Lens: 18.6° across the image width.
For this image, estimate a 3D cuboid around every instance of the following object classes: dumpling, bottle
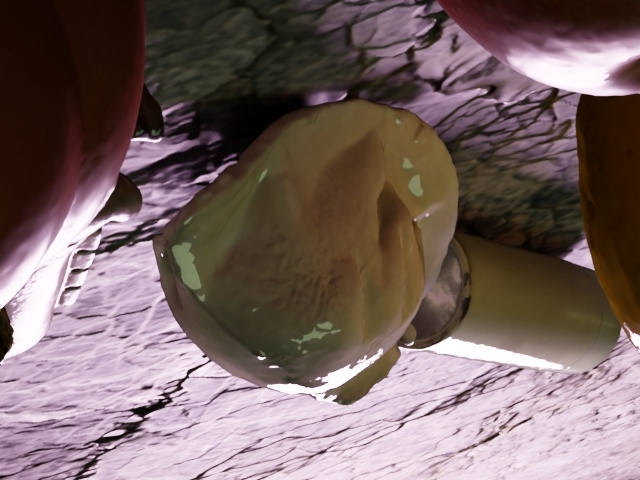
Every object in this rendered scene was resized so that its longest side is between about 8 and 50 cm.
[{"bbox_3d":[0.002,0.001,0.923,0.155,0.111,0.181,-49,170,-10],"label":"dumpling"},{"bbox_3d":[0.104,0.037,1.138,0.072,0.072,0.201,-31,157,26],"label":"bottle"}]

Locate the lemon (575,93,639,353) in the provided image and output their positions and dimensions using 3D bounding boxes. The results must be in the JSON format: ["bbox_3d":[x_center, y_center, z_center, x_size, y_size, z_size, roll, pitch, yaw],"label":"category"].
[{"bbox_3d":[0.245,-0.030,0.822,0.293,0.293,0.293,-18,159,-7],"label":"lemon"}]

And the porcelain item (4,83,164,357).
[{"bbox_3d":[-0.121,-0.013,0.823,0.084,0.054,0.213,-11,159,-30],"label":"porcelain item"}]

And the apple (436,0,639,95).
[{"bbox_3d":[0.098,-0.130,0.579,0.181,0.168,0.181,-16,167,-4],"label":"apple"}]

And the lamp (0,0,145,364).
[{"bbox_3d":[-0.154,-0.042,0.519,0.223,0.196,0.223,-20,-160,8],"label":"lamp"}]
